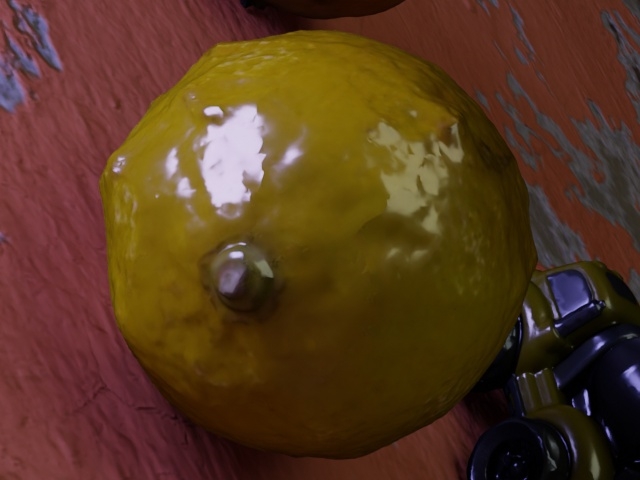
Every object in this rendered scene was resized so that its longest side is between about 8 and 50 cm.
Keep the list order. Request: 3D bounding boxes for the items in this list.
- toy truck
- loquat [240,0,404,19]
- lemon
[{"bbox_3d":[0.188,0.105,1.316,0.147,0.165,0.224,28,36,-44],"label":"toy truck"},{"bbox_3d":[0.012,-0.284,1.406,0.244,0.244,0.244,42,28,-28],"label":"loquat"},{"bbox_3d":[0.000,0.000,1.036,0.233,0.233,0.288,55,23,0],"label":"lemon"}]
